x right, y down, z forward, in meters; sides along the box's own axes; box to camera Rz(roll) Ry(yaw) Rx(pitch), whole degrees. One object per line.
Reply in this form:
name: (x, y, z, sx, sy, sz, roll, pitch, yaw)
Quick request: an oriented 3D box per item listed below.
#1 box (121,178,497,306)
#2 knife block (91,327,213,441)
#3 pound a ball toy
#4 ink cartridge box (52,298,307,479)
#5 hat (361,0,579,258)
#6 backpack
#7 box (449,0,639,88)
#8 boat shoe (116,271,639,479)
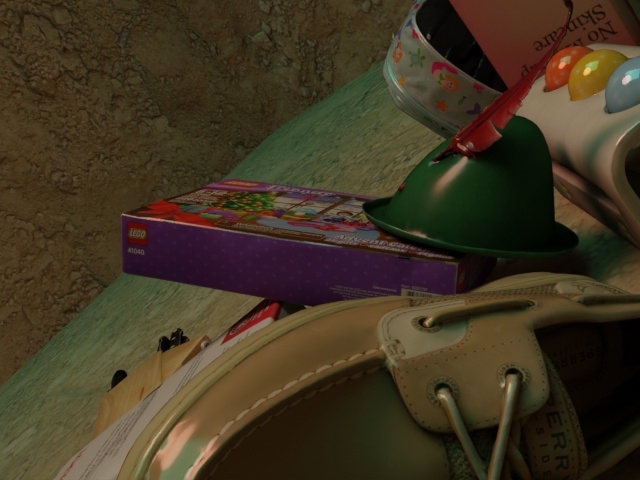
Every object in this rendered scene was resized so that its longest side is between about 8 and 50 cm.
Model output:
box: (0.000, 0.000, 0.717, 0.293, 0.057, 0.201, 8, 15, 20)
knife block: (-0.211, 0.212, 0.937, 0.242, 0.088, 0.276, -28, 17, 40)
pound a ball toy: (0.284, -0.126, 0.669, 0.208, 0.136, 0.319, -36, 14, 9)
ink cartridge box: (-0.105, 0.181, 0.634, 0.273, 0.114, 0.197, -39, 7, 11)
hat: (0.138, -0.094, 0.629, 0.173, 0.184, 0.208, -8, 20, -39)
backpack: (0.206, -0.250, 1.118, 0.191, 0.225, 0.253, -56, 3, 42)
box: (0.269, -0.247, 0.898, 0.148, 0.232, 0.127, -28, 16, 36)
boat shoe: (0.070, 0.080, 0.379, 0.341, 0.122, 0.110, -17, 9, -36)
